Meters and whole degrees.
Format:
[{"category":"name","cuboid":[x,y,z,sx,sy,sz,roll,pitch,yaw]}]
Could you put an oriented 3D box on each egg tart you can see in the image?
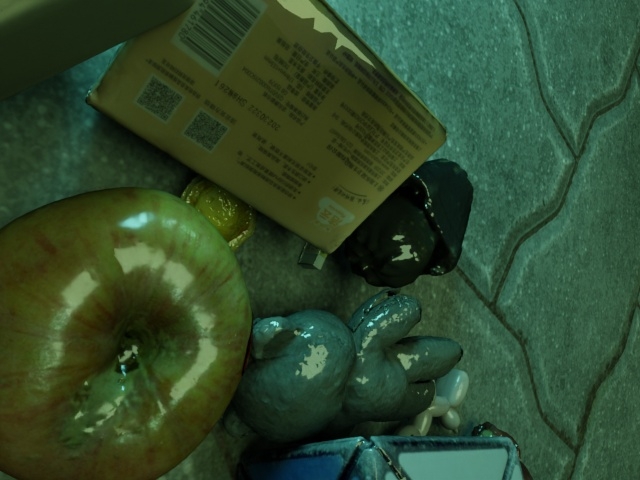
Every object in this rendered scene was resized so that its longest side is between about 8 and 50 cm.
[{"category":"egg tart","cuboid":[-0.126,-0.032,0.537,0.105,0.039,0.105,1,88,-36]}]

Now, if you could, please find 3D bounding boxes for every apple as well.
[{"category":"apple","cuboid":[-0.184,0.081,0.399,0.261,0.194,0.260,0,90,-34]}]

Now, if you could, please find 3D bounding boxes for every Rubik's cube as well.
[{"category":"Rubik's cube","cuboid":[0.071,0.362,0.498,0.255,0.259,0.260,17,58,-32]}]

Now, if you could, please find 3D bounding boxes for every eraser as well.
[{"category":"eraser","cuboid":[0.000,0.000,0.628,0.019,0.038,0.083,35,70,-35]}]

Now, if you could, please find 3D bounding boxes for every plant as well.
[{"category":"plant","cuboid":[0.129,-0.030,0.662,0.256,0.142,0.164,-38,110,-42]}]

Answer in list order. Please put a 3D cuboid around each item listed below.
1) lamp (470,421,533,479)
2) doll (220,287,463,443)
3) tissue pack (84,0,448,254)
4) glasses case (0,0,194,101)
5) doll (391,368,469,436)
[{"category":"lamp","cuboid":[0.254,0.382,0.714,0.215,0.223,0.151,-42,93,-19]},{"category":"doll","cuboid":[0.029,0.164,0.590,0.341,0.158,0.245,2,122,-39]},{"category":"tissue pack","cuboid":[-0.052,-0.174,0.517,0.306,0.239,0.238,33,70,-29]},{"category":"glasses case","cuboid":[-0.255,-0.133,0.290,0.337,0.144,0.076,-24,106,3]},{"category":"doll","cuboid":[0.174,0.287,0.731,0.161,0.059,0.159,12,80,-35]}]
